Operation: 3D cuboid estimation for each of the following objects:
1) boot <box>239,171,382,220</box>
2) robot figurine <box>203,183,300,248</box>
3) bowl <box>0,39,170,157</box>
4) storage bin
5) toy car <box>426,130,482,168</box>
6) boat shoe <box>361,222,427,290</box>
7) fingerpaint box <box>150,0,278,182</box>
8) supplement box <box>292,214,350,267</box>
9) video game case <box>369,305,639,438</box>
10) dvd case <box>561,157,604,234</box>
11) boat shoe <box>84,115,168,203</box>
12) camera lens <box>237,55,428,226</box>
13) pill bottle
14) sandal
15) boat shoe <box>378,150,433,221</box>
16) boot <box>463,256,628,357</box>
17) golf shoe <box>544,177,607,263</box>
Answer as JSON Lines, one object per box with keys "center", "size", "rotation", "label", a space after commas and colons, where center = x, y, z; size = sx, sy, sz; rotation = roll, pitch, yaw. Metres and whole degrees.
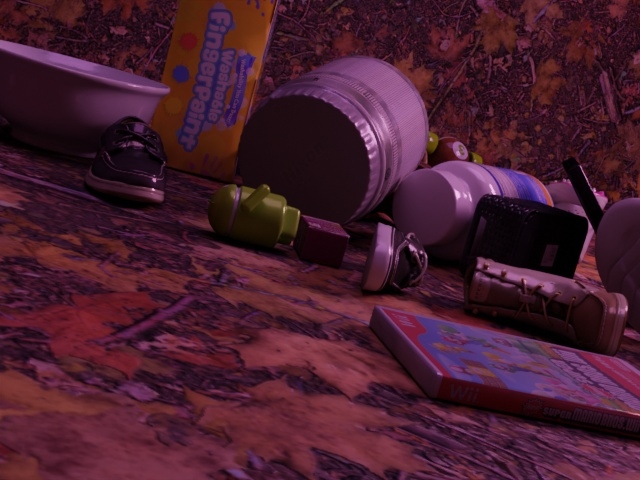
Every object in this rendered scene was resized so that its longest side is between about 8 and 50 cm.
{"center": [-0.004, -0.097, 1.833], "size": [0.229, 0.091, 0.263], "rotation": [23, 14, 8], "label": "boot"}
{"center": [-0.085, -0.030, 1.309], "size": [0.115, 0.067, 0.101], "rotation": [14, -18, -9], "label": "robot figurine"}
{"center": [-0.388, -0.208, 1.645], "size": [0.298, 0.134, 0.298], "rotation": [15, 9, -2], "label": "bowl"}
{"center": [0.293, 0.008, 1.539], "size": [0.084, 0.122, 0.180], "rotation": [24, 12, 41], "label": "storage bin"}
{"center": [0.280, -0.127, 2.291], "size": [0.155, 0.149, 0.188], "rotation": [22, 17, -27], "label": "toy car"}
{"center": [0.093, 0.020, 1.281], "size": [0.070, 0.077, 0.219], "rotation": [16, 8, 6], "label": "boat shoe"}
{"center": [-0.171, -0.353, 1.894], "size": [0.163, 0.444, 0.371], "rotation": [14, 10, -5], "label": "fingerpaint box"}
{"center": [0.000, 0.000, 1.349], "size": [0.055, 0.043, 0.083], "rotation": [14, 9, -10], "label": "supplement box"}
{"center": [0.205, 0.127, 1.010], "size": [0.285, 0.025, 0.204], "rotation": [13, 10, -15], "label": "video game case"}
{"center": [0.415, 0.000, 1.558], "size": [0.022, 0.253, 0.180], "rotation": [-26, 2, 13], "label": "dvd case"}
{"center": [-0.255, -0.114, 1.441], "size": [0.103, 0.092, 0.285], "rotation": [13, 10, -14], "label": "boat shoe"}
{"center": [0.025, -0.145, 1.577], "size": [0.219, 0.219, 0.274], "rotation": [18, 25, 15], "label": "camera lens"}
{"center": [0.231, -0.041, 1.635], "size": [0.152, 0.152, 0.272], "rotation": [23, 13, 37], "label": "pill bottle"}
{"center": [0.518, 0.090, 1.345], "size": [0.102, 0.169, 0.416], "rotation": [2, 29, -45], "label": "sandal"}
{"center": [0.136, -0.121, 1.894], "size": [0.123, 0.123, 0.342], "rotation": [-31, 25, -7], "label": "boat shoe"}
{"center": [0.253, 0.073, 1.245], "size": [0.165, 0.077, 0.213], "rotation": [16, 4, -4], "label": "boot"}
{"center": [0.371, -0.007, 1.817], "size": [0.115, 0.140, 0.306], "rotation": [15, -13, -8], "label": "golf shoe"}
